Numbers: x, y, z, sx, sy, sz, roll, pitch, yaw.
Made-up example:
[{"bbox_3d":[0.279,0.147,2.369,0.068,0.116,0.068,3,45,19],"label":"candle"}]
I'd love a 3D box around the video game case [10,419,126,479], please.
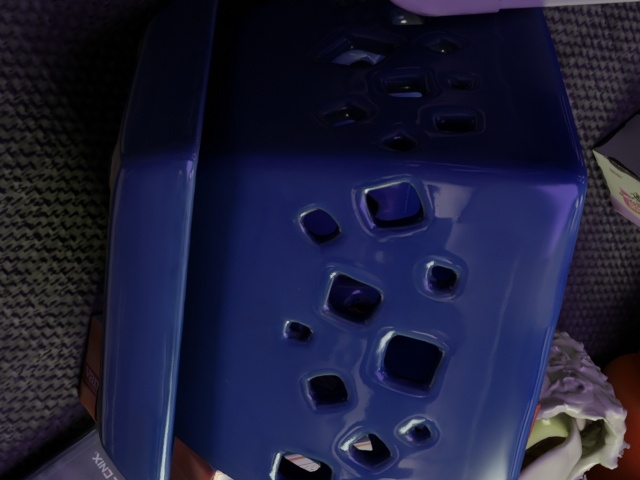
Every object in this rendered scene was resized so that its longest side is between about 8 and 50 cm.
[{"bbox_3d":[-0.191,0.267,0.952,0.274,0.026,0.196,-36,100,-12],"label":"video game case"}]

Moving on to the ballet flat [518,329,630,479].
[{"bbox_3d":[0.038,0.188,1.070,0.409,0.147,0.147,-31,134,-15],"label":"ballet flat"}]

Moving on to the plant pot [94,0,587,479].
[{"bbox_3d":[0.000,0.000,0.817,0.212,0.236,0.236,5,121,-3],"label":"plant pot"}]

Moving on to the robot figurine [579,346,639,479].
[{"bbox_3d":[0.256,0.175,1.231,0.158,0.128,0.219,-11,126,-44],"label":"robot figurine"}]

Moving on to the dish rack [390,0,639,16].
[{"bbox_3d":[0.135,-0.267,0.818,0.332,0.072,0.286,-8,105,-33],"label":"dish rack"}]

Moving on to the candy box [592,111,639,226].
[{"bbox_3d":[0.316,-0.062,1.075,0.196,0.165,0.070,-37,134,-9],"label":"candy box"}]

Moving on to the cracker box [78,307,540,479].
[{"bbox_3d":[-0.007,0.097,0.951,0.232,0.156,0.067,-6,124,-34],"label":"cracker box"}]

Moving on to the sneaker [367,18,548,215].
[{"bbox_3d":[0.070,-0.069,0.966,0.089,0.051,0.170,3,115,-34],"label":"sneaker"}]
